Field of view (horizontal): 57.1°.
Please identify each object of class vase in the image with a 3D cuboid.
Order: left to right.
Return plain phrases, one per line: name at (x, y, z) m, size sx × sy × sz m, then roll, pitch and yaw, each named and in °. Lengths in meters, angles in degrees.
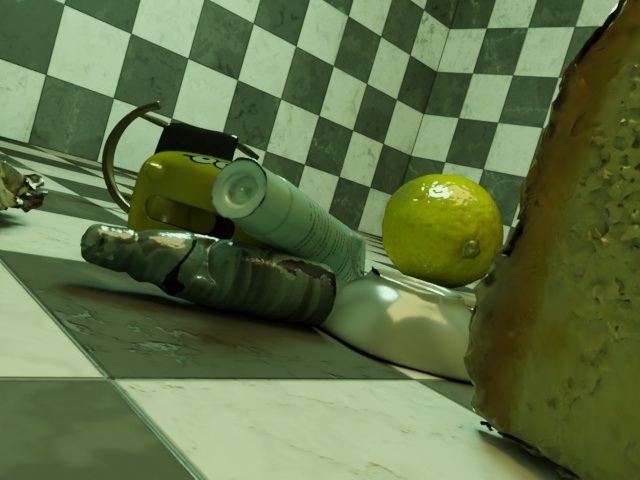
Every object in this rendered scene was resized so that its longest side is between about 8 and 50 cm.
vase at (-0.089, 0.025, 0.488) m, size 0.211 × 0.060 × 0.060 m, roll 16°, pitch 4°, yaw -26°

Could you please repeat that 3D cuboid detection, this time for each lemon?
lemon at (0.254, -0.020, 1.243) m, size 0.267 × 0.268 × 0.267 m, roll 17°, pitch 4°, yaw -1°

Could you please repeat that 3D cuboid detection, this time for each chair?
chair at (-0.240, -0.120, 1.049) m, size 0.166 × 0.188 × 0.272 m, roll 17°, pitch 0°, yaw 14°

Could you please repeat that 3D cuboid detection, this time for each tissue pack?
tissue pack at (-0.115, -0.026, 0.632) m, size 0.178 × 0.123 × 0.127 m, roll 17°, pitch 4°, yaw 14°

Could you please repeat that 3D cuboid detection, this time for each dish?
dish at (0.085, 0.069, 0.570) m, size 0.190 × 0.066 × 0.191 m, roll 17°, pitch 4°, yaw -1°

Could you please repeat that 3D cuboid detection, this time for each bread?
bread at (0.272, 0.027, 0.339) m, size 0.278 × 0.316 × 0.248 m, roll 26°, pitch 1°, yaw -27°

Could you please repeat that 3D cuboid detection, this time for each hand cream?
hand cream at (0.000, 0.000, 0.601) m, size 0.058 × 0.086 × 0.331 m, roll -5°, pitch -16°, yaw 23°

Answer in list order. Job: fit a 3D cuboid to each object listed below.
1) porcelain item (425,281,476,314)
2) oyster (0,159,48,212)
porcelain item at (0.215, 0.098, 0.801) m, size 0.213 × 0.054 × 0.084 m, roll 13°, pitch 8°, yaw -38°
oyster at (-0.365, -0.070, 0.532) m, size 0.198 × 0.092 × 0.259 m, roll 16°, pitch -5°, yaw -11°
